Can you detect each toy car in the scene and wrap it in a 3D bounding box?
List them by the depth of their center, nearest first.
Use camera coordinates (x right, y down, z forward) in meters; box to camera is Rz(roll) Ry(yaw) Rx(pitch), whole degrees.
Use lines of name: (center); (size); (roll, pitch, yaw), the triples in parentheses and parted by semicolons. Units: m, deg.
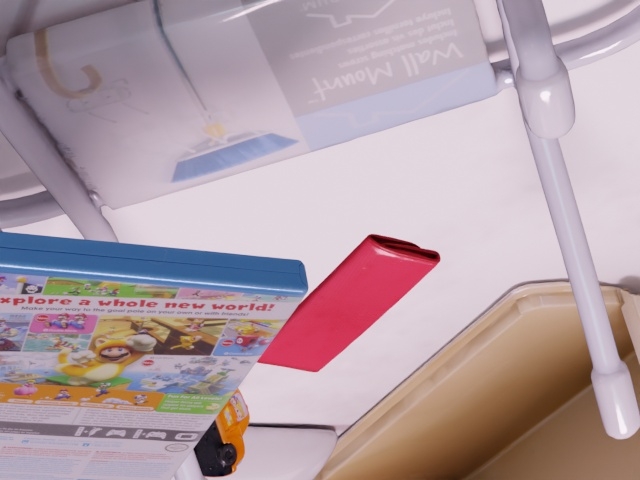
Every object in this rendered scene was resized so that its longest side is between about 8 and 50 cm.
toy car: (-0.034, 0.083, 0.909); (0.122, 0.060, 0.040); (-33, 178, 44)

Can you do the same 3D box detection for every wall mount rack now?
wall mount rack: (0.000, 0.000, 0.695); (0.350, 0.131, 0.304); (-15, 151, 7)

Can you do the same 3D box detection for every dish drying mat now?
dish drying mat: (0.008, 0.024, 0.619); (0.032, 0.008, 0.083); (12, 142, -31)

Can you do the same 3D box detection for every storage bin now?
storage bin: (0.128, 0.196, 0.956); (0.123, 0.262, 0.260); (5, 147, -31)

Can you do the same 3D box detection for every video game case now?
video game case: (-0.090, 0.052, 0.626); (0.119, 0.015, 0.166); (6, 144, -24)

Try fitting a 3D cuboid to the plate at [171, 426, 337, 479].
plate: (-0.164, 0.190, 1.057); (0.278, 0.045, 0.277); (6, 147, -29)
